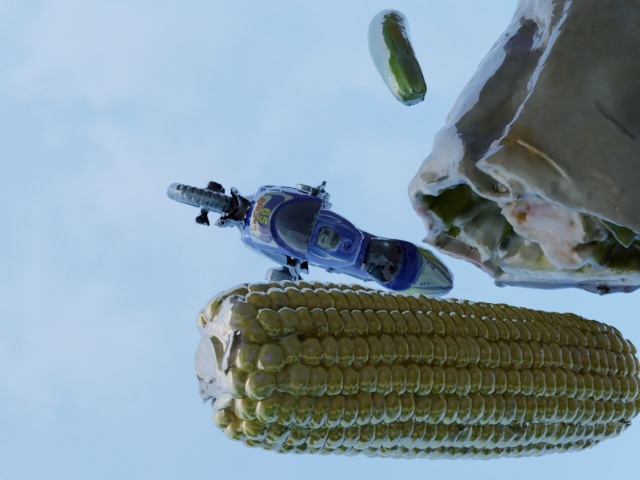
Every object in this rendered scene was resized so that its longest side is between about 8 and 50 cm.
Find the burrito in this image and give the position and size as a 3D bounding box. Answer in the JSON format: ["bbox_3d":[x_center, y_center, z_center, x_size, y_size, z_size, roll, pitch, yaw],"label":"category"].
[{"bbox_3d":[0.192,-0.125,0.621,0.135,0.190,0.332,42,-121,-26],"label":"burrito"}]

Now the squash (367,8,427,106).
[{"bbox_3d":[0.040,-0.098,0.477,0.027,0.027,0.089,15,-147,-14],"label":"squash"}]

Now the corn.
[{"bbox_3d":[0.056,0.067,0.443,0.248,0.081,0.081,9,-111,-30],"label":"corn"}]

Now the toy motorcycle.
[{"bbox_3d":[0.000,0.000,0.930,0.315,0.169,0.113,20,-95,-35],"label":"toy motorcycle"}]
